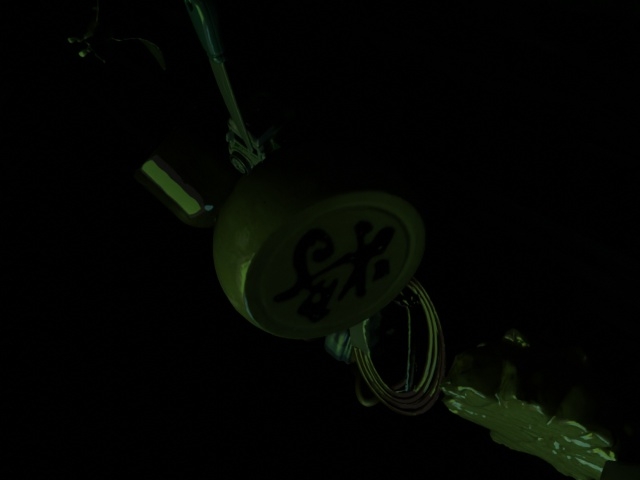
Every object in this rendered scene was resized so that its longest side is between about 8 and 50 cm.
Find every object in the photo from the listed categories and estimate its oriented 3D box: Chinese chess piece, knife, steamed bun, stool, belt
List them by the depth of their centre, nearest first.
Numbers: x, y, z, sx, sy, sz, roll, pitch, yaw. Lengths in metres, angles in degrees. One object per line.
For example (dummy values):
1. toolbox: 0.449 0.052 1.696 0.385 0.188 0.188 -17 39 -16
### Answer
1. Chinese chess piece: 0.000 0.000 1.493 0.257 0.257 0.104 50 -174 -48
2. knife: -0.119 -0.207 1.518 0.058 0.032 0.244 42 157 40
3. steamed bun: 0.296 0.199 1.572 0.295 0.137 0.292 26 162 1
4. belt: 0.125 0.109 1.688 0.184 0.105 0.261 32 139 35
5. stool: -0.164 -0.086 2.154 0.264 0.179 0.179 42 173 -7

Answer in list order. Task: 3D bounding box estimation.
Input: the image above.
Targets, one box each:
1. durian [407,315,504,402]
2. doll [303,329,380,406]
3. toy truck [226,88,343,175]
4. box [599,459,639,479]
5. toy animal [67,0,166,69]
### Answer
1. durian: 0.187 0.146 1.876 0.196 0.167 0.196 58 163 29
2. doll: 0.052 0.114 2.261 0.340 0.209 0.318 42 -155 11
3. toy truck: -0.022 -0.105 1.617 0.216 0.110 0.116 40 160 22
4. box: 0.497 0.366 1.439 0.353 0.069 0.214 39 153 -27
5. toy animal: -0.361 -0.342 2.019 0.219 0.095 0.155 47 167 -33
